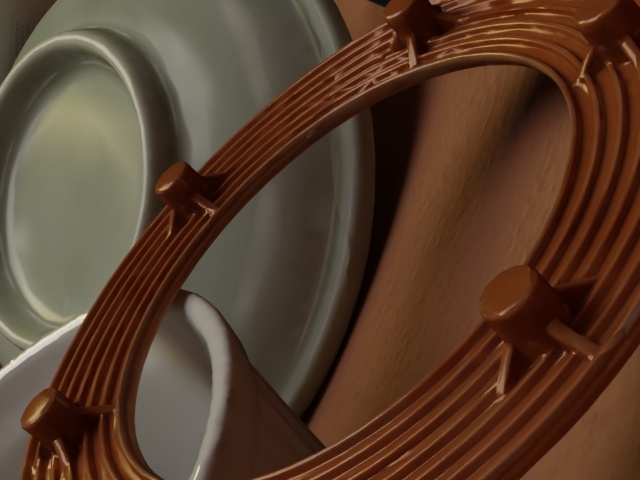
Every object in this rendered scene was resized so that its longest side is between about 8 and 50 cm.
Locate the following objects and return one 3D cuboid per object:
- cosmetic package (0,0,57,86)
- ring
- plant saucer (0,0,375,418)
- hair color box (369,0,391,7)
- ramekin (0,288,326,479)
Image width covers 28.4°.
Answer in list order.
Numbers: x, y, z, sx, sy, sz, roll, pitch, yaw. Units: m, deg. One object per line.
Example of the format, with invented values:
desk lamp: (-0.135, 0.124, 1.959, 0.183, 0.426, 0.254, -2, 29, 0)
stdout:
cosmetic package: (-0.268, -0.127, 1.118, 0.225, 0.138, 0.224, -30, -50, -59)
ring: (0.000, 0.000, 0.496, 0.336, 0.032, 0.336, -33, 29, 21)
plant saucer: (-0.140, -0.028, 0.846, 0.400, 0.100, 0.400, -8, 79, 44)
hair color box: (0.113, -0.264, 0.595, 0.347, 0.105, 0.174, 136, 151, -60)
ramekin: (-0.105, 0.168, 0.581, 0.277, 0.135, 0.277, -32, 29, 20)
